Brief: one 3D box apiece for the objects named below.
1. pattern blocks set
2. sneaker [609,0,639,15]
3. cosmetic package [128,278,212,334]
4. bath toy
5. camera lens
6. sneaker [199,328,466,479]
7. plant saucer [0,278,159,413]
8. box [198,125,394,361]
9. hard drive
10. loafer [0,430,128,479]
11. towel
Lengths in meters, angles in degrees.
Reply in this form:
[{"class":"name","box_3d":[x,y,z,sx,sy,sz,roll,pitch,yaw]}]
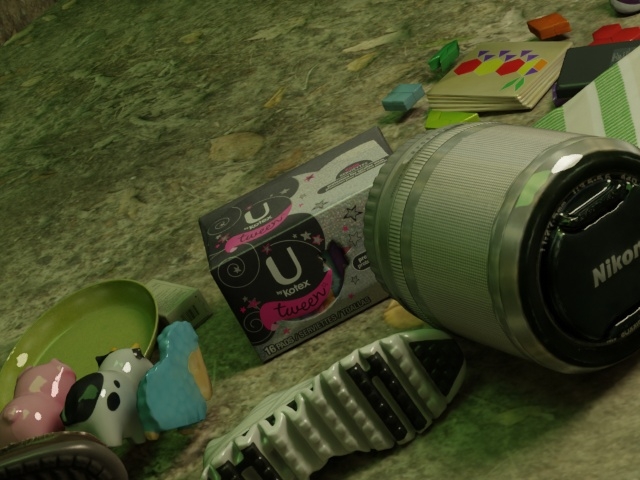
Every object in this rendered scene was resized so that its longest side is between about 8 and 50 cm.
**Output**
[{"class":"pattern blocks set","box_3d":[0.248,-0.221,2.087,0.285,0.026,0.325,-39,30,-22]},{"class":"sneaker","box_3d":[0.484,-0.385,2.074,0.223,0.098,0.083,-22,25,16]},{"class":"cosmetic package","box_3d":[-0.195,0.087,1.955,0.060,0.041,0.115,-41,27,-24]},{"class":"bath toy","box_3d":[-0.297,0.183,1.732,0.348,0.129,0.151,-14,-8,21]},{"class":"camera lens","box_3d":[0.196,-0.001,1.491,0.219,0.219,0.274,-38,26,-20]},{"class":"sneaker","box_3d":[0.004,0.169,1.521,0.292,0.110,0.118,-30,15,-3]},{"class":"plant saucer","box_3d":[-0.292,0.149,1.899,0.241,0.037,0.241,-22,38,19]},{"class":"box","box_3d":[0.000,0.000,1.793,0.247,0.142,0.163,-28,24,2]},{"class":"hard drive","box_3d":[0.367,-0.216,1.928,0.135,0.022,0.094,-4,38,25]},{"class":"loafer","box_3d":[-0.372,0.284,1.650,0.366,0.134,0.130,-23,25,12]},{"class":"towel","box_3d":[0.315,-0.117,1.713,0.325,0.038,0.248,-37,20,23]}]
